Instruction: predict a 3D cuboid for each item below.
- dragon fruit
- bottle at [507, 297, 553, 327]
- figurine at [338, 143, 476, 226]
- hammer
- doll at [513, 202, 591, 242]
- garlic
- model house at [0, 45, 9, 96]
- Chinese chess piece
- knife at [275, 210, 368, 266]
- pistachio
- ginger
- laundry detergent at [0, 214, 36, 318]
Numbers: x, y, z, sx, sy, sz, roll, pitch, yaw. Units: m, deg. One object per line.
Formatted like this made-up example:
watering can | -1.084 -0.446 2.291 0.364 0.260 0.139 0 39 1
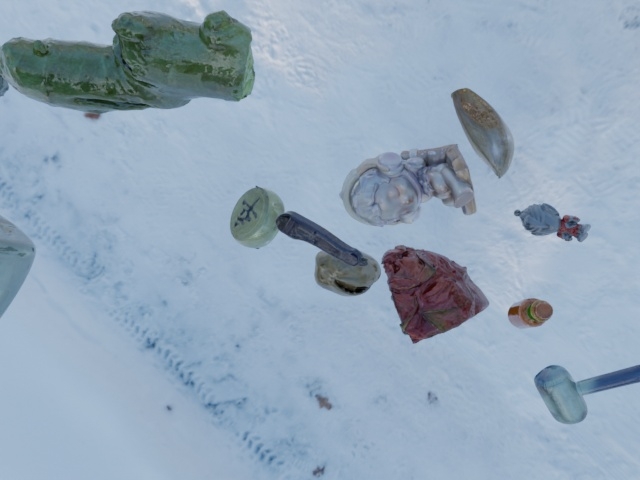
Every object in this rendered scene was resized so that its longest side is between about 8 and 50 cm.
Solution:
dragon fruit | 0.287 0.163 1.480 0.330 0.302 0.240 49 132 22
bottle | 0.472 0.162 1.087 0.069 0.187 0.069 -1 79 8
figurine | 0.145 -0.086 0.862 0.237 0.162 0.141 -9 46 13
hammer | 0.515 0.273 0.914 0.194 0.069 0.116 -27 100 25
doll | 0.581 -0.044 1.232 0.180 0.079 0.094 21 126 23
garlic | 0.488 -0.327 1.442 0.112 0.143 0.318 -53 53 43
model house | -0.478 -0.248 0.686 0.066 0.078 0.083 37 123 0
Chinese chess piece | -0.194 -0.070 1.473 0.189 0.083 0.188 -21 57 35
knife | 0.000 0.000 0.554 0.121 0.018 0.031 31 130 20
pistachio | 0.057 0.063 1.011 0.113 0.149 0.113 -12 73 46
ginger | -0.207 -0.195 0.536 0.290 0.137 0.089 -1 92 16
laundry detergent | -0.445 0.129 0.388 0.125 0.264 0.397 33 87 15
